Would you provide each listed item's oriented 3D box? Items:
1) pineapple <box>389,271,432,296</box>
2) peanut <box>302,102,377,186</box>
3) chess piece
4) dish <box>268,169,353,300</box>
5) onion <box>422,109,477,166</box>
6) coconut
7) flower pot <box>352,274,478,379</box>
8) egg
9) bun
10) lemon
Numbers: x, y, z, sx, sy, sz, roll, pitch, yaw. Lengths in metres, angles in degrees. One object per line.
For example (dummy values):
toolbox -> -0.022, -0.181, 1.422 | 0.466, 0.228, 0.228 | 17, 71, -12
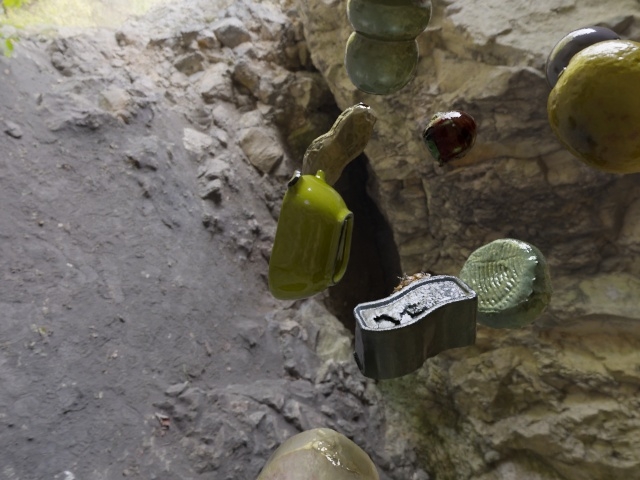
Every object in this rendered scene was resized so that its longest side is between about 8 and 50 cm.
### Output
pineapple -> 0.270, 0.192, 1.125 | 0.076, 0.225, 0.224 | 1, 67, -41
peanut -> 0.049, -0.270, 1.172 | 0.130, 0.290, 0.130 | 40, 15, -13
chess piece -> 0.084, -0.298, 0.482 | 0.133, 0.133, 0.243 | -88, -176, -47
dish -> 0.000, 0.000, 0.792 | 0.221, 0.108, 0.262 | -25, 126, -69
onion -> 0.270, -0.215, 0.838 | 0.118, 0.119, 0.117 | 59, 10, -28
coconut -> -0.005, 0.466, 0.696 | 0.259, 0.259, 0.259 | 53, 25, -39
flower pot -> 0.164, 0.149, 0.718 | 0.103, 0.229, 0.108 | -137, -145, -57
egg -> 0.570, -0.371, 0.869 | 0.199, 0.146, 0.146 | 2, 67, -45
bun -> 0.385, 0.097, 0.837 | 0.118, 0.195, 0.195 | 38, 33, -28
lemon -> 0.452, -0.202, 0.619 | 0.207, 0.170, 0.170 | 52, 16, 13
